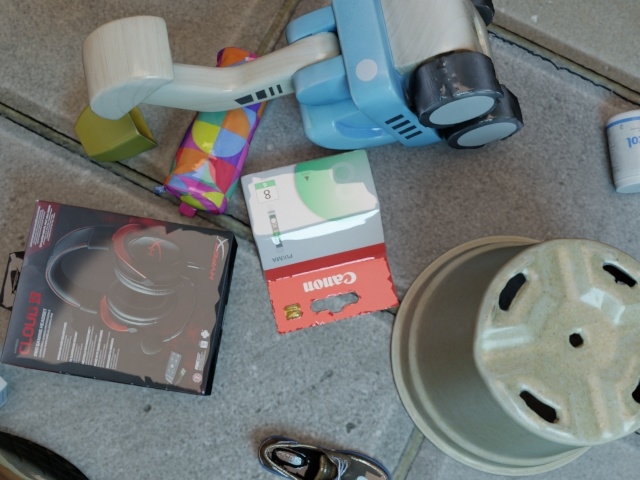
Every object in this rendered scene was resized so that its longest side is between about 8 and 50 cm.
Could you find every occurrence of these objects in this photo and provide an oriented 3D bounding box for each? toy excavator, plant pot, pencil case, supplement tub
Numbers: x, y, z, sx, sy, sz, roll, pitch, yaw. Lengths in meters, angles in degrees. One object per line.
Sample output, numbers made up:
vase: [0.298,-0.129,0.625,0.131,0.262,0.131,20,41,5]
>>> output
toy excavator: [-0.009,-0.212,1.085,0.445,0.433,0.222,-17,77,21]
plant pot: [-0.293,-0.154,1.193,0.083,0.081,0.081,-30,82,5]
pencil case: [-0.139,-0.149,1.185,0.104,0.104,0.236,22,79,2]
plant pot: [0.270,0.130,1.044,0.334,0.305,0.333,0,79,-3]
supplement tub: [0.450,-0.127,1.218,0.071,0.071,0.107,-5,79,-3]

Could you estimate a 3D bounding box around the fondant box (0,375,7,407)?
fondant box: [-0.594,0.218,1.044,0.238,0.096,0.330,42,59,5]

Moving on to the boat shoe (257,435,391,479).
boat shoe: [0.005,0.305,1.122,0.183,0.066,0.066,12,80,0]

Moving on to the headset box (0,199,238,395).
headset box: [-0.273,0.077,1.131,0.293,0.110,0.218,10,80,0]

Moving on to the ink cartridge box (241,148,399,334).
ink cartridge box: [0.000,0.000,1.187,0.181,0.056,0.224,-13,79,-4]

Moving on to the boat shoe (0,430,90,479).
boat shoe: [-0.323,0.364,1.073,0.324,0.122,0.120,34,83,5]
